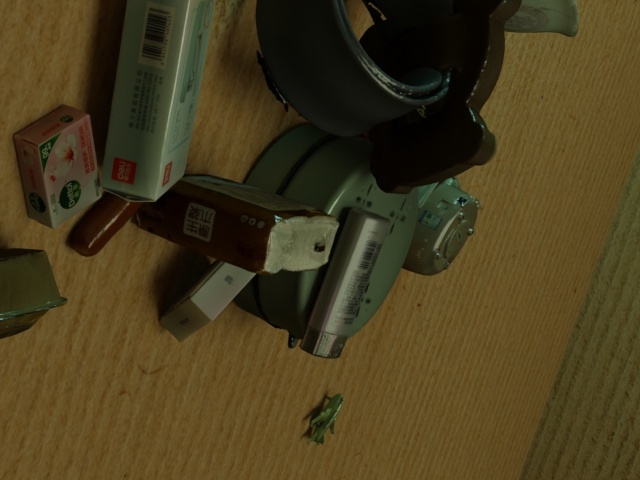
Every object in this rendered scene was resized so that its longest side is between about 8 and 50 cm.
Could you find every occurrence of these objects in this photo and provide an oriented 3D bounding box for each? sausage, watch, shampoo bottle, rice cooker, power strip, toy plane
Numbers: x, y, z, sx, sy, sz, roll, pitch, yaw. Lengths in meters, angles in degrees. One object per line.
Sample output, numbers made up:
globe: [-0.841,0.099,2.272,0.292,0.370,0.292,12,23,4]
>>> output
sausage: [-0.276,-0.030,1.628,0.131,0.039,0.041,-50,155,-27]
watch: [0.079,-0.270,1.761,0.327,0.314,0.335,18,65,-39]
shampoo bottle: [0.038,0.065,1.888,0.086,0.056,0.227,7,105,-57]
rice cooker: [0.219,-0.029,2.407,0.206,0.127,0.145,-54,151,-7]
power strip: [0.000,0.000,2.007,0.357,0.161,0.357,-40,142,-40]
toy plane: [0.010,0.343,2.403,0.111,0.040,0.102,-66,154,-5]

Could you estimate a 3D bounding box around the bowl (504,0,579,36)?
bowl: [0.235,-0.487,1.952,0.196,0.435,0.435,-20,146,5]

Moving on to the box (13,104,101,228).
box: [-0.315,-0.089,1.509,0.089,0.043,0.125,-42,143,-39]

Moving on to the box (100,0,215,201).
box: [-0.201,-0.191,1.559,0.135,0.079,0.269,-58,161,-70]

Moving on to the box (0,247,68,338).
box: [-0.380,0.067,1.452,0.177,0.111,0.111,-13,121,-57]

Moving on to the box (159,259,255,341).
box: [-0.159,0.074,1.826,0.129,0.051,0.130,-49,-173,-32]

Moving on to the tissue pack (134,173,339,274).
tissue pack: [-0.113,-0.026,1.714,0.183,0.226,0.092,-10,117,-59]

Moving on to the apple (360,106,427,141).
apple: [0.150,-0.186,2.146,0.147,0.156,0.158,109,3,-67]
